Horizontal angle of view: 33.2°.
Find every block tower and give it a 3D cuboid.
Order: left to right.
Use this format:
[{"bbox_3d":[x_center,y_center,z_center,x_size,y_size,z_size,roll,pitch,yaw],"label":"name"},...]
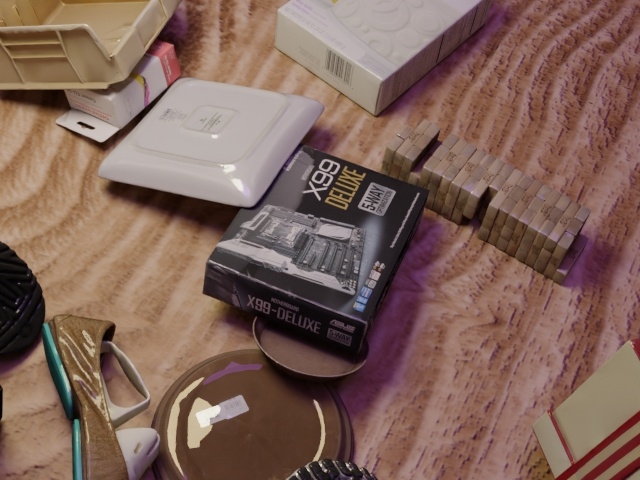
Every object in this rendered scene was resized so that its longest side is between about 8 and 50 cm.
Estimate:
[{"bbox_3d":[0.260,-0.068,1.682,0.335,0.097,0.091,32,58,14],"label":"block tower"}]

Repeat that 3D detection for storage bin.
[{"bbox_3d":[-0.393,-0.369,1.744,0.260,0.123,0.262,3,44,22],"label":"storage bin"}]

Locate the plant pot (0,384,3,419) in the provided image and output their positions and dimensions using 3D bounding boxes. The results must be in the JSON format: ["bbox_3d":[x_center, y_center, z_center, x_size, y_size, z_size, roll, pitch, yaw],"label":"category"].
[{"bbox_3d":[-0.510,0.207,1.363,0.167,0.187,0.188,36,58,5],"label":"plant pot"}]

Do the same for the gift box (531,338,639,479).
[{"bbox_3d":[0.461,0.288,1.360,0.276,0.258,0.255,6,50,-26],"label":"gift box"}]

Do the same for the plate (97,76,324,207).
[{"bbox_3d":[-0.170,-0.171,1.679,0.278,0.045,0.277,12,45,21],"label":"plate"}]

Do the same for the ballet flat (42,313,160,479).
[{"bbox_3d":[-0.280,0.237,1.408,0.124,0.116,0.342,-7,51,-18],"label":"ballet flat"}]

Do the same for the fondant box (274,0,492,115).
[{"bbox_3d":[0.114,-0.395,1.897,0.238,0.096,0.330,37,58,19],"label":"fondant box"}]

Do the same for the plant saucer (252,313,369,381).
[{"bbox_3d":[-0.015,0.146,1.511,0.168,0.029,0.168,11,30,-7],"label":"plant saucer"}]

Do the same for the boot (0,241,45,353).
[{"bbox_3d":[-0.564,0.021,1.499,0.260,0.348,0.131,1,49,49],"label":"boot"}]

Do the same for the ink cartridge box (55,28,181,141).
[{"bbox_3d":[-0.337,-0.256,1.755,0.115,0.067,0.198,23,55,27],"label":"ink cartridge box"}]

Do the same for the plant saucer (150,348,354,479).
[{"bbox_3d":[-0.091,0.262,1.445,0.278,0.041,0.278,2,55,-3],"label":"plant saucer"}]

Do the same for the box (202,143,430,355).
[{"bbox_3d":[0.000,0.000,1.587,0.242,0.076,0.307,22,45,9],"label":"box"}]

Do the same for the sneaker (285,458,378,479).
[{"bbox_3d":[-0.044,0.374,1.323,0.330,0.147,0.130,-8,48,-35],"label":"sneaker"}]
